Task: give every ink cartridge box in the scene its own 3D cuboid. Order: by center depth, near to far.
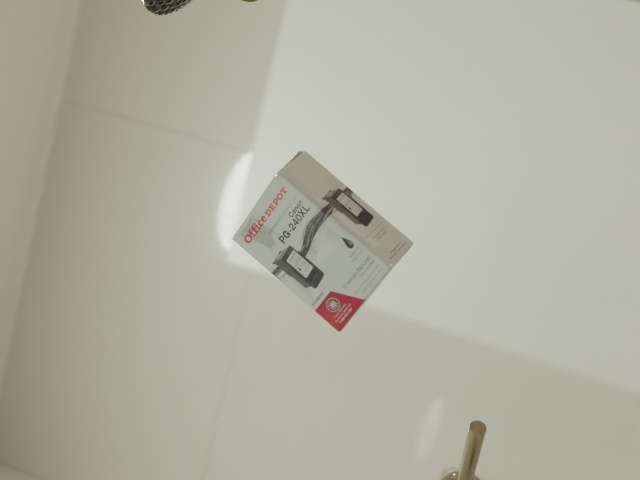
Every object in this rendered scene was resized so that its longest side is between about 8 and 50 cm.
[{"bbox_3d":[0.000,0.000,1.443,0.109,0.150,0.063,-53,-6,37],"label":"ink cartridge box"}]

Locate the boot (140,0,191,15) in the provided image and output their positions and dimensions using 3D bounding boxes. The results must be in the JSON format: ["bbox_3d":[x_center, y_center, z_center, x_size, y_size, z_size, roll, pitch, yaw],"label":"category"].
[{"bbox_3d":[-0.127,-0.278,1.129,0.083,0.161,0.246,-45,3,33],"label":"boot"}]

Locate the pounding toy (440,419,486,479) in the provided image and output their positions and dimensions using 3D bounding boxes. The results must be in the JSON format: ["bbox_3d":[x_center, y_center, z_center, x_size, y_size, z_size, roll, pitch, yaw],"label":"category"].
[{"bbox_3d":[0.099,0.308,1.356,0.183,0.110,0.237,79,-165,-58],"label":"pounding toy"}]
